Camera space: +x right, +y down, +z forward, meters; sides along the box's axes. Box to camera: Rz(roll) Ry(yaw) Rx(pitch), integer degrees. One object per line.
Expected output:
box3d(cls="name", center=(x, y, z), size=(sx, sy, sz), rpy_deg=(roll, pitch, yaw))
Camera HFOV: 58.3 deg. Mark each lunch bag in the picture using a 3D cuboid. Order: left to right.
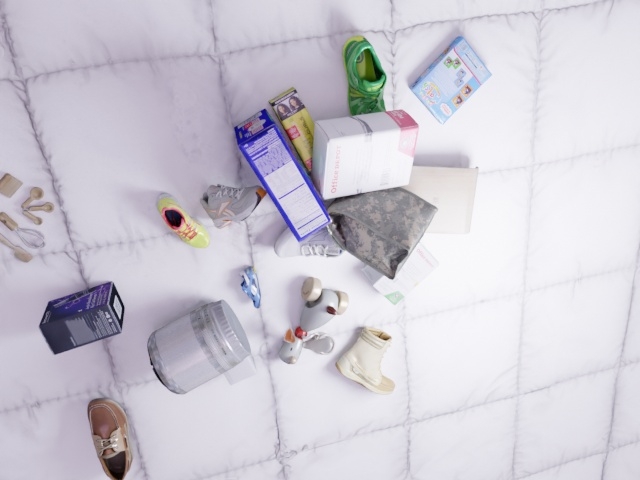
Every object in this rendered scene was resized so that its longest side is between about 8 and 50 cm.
box3d(cls="lunch bag", center=(0.165, -0.059, 1.725), size=(0.287, 0.235, 0.169), rpy_deg=(32, 138, 9))

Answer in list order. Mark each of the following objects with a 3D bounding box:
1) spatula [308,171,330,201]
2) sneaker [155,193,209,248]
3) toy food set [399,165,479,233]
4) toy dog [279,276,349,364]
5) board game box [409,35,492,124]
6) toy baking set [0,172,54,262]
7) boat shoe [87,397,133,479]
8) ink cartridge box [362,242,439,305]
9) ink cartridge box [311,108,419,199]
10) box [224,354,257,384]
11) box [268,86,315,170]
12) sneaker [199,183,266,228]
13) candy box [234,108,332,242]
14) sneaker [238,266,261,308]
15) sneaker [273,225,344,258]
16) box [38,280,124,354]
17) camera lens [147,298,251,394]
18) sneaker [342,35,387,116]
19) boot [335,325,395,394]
box3d(cls="spatula", center=(0.037, -0.233, 1.784), size=(0.168, 0.019, 0.242), rpy_deg=(3, 109, -16))
box3d(cls="sneaker", center=(-0.409, -0.041, 1.701), size=(0.081, 0.094, 0.208), rpy_deg=(-42, 119, 4))
box3d(cls="toy food set", center=(0.361, -0.140, 1.876), size=(0.306, 0.092, 0.220), rpy_deg=(1, 107, -8))
box3d(cls="toy dog", center=(-0.019, 0.292, 1.919), size=(0.220, 0.161, 0.334), rpy_deg=(3, 112, -16))
box3d(cls="board game box", center=(0.398, -0.487, 1.755), size=(0.211, 0.039, 0.160), rpy_deg=(-46, 116, 7))
box3d(cls="toy baking set", center=(-0.863, -0.058, 1.605), size=(0.196, 0.030, 0.256), rpy_deg=(15, 108, -21))
box3d(cls="boat shoe", center=(-0.700, 0.673, 1.926), size=(0.123, 0.116, 0.324), rpy_deg=(-15, 116, -9))
box3d(cls="ink cartridge box", center=(0.272, 0.092, 1.935), size=(0.212, 0.093, 0.154), rpy_deg=(-42, 130, 7))
box3d(cls="ink cartridge box", center=(0.123, -0.251, 1.659), size=(0.283, 0.117, 0.207), rpy_deg=(-11, 133, -19))
box3d(cls="box", center=(-0.282, 0.412, 1.941), size=(0.102, 0.087, 0.101), rpy_deg=(-24, 117, -4))
box3d(cls="box", center=(-0.059, -0.325, 1.684), size=(0.087, 0.058, 0.232), rpy_deg=(-30, 114, -2))
box3d(cls="sneaker", center=(-0.263, -0.116, 1.643), size=(0.121, 0.262, 0.099), rpy_deg=(48, 50, -20))
box3d(cls="candy box", center=(-0.108, -0.188, 1.611), size=(0.122, 0.268, 0.317), rpy_deg=(-30, 114, 2))
box3d(cls="sneaker", center=(-0.227, 0.156, 1.864), size=(0.059, 0.053, 0.144), rpy_deg=(-13, 107, -10))
box3d(cls="sneaker", center=(0.000, 0.000, 1.804), size=(0.297, 0.129, 0.111), rpy_deg=(-16, 136, -6))
box3d(cls="box", center=(-0.704, 0.228, 1.707), size=(0.207, 0.153, 0.108), rpy_deg=(-18, 117, -8))
box3d(cls="camera lens", center=(-0.384, 0.336, 1.805), size=(0.274, 0.219, 0.219), rpy_deg=(-28, 118, -2))
box3d(cls="sneaker", center=(0.134, -0.436, 1.658), size=(0.109, 0.123, 0.296), rpy_deg=(-22, 118, -6))
box3d(cls="boot", center=(0.210, 0.436, 2.087), size=(0.262, 0.095, 0.203), rpy_deg=(31, 101, -21))
